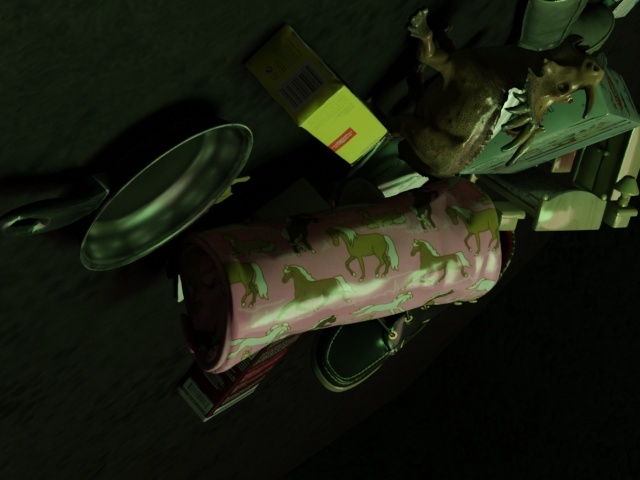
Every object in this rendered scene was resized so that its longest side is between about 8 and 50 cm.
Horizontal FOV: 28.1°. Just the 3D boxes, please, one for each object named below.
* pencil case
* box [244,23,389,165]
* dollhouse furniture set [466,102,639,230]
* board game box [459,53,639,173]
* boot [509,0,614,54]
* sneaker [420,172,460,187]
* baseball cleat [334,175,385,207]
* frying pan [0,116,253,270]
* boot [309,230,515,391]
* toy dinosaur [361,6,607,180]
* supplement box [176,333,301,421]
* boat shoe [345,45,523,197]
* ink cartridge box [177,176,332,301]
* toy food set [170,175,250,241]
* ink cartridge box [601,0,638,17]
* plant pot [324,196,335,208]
[{"bbox_3d":[0.025,0.032,1.453,0.386,0.167,0.160,-14,113,-27],"label":"pencil case"},{"bbox_3d":[0.002,-0.136,1.250,0.058,0.087,0.232,-42,168,5],"label":"box"},{"bbox_3d":[0.367,-0.159,2.138,0.355,0.303,0.174,-2,116,-32],"label":"dollhouse furniture set"},{"bbox_3d":[0.326,-0.176,1.862,0.224,0.097,0.303,-22,175,21],"label":"board game box"},{"bbox_3d":[0.331,-0.309,1.674,0.189,0.076,0.208,-32,159,-17],"label":"boot"},{"bbox_3d":[0.181,-0.069,1.958,0.235,0.094,0.153,-10,156,-48],"label":"sneaker"},{"bbox_3d":[0.053,-0.020,1.626,0.072,0.109,0.206,-34,133,-6],"label":"baseball cleat"},{"bbox_3d":[-0.189,-0.026,1.137,0.326,0.053,0.197,-26,160,-43],"label":"frying pan"},{"bbox_3d":[0.164,0.102,2.241,0.377,0.138,0.284,-38,-178,-31],"label":"boot"},{"bbox_3d":[0.164,-0.139,1.449,0.127,0.200,0.296,-29,162,-44],"label":"toy dinosaur"},{"bbox_3d":[-0.106,0.163,1.936,0.130,0.073,0.239,-26,161,-51],"label":"supplement box"},{"bbox_3d":[0.143,-0.138,1.617,0.277,0.098,0.096,-43,166,19],"label":"boat shoe"},{"bbox_3d":[-0.080,0.022,1.564,0.198,0.067,0.115,-37,166,-18],"label":"ink cartridge box"},{"bbox_3d":[-0.133,-0.036,1.337,0.122,0.019,0.078,-37,172,24],"label":"toy food set"},{"bbox_3d":[0.452,-0.362,1.932,0.048,0.028,0.083,-50,165,32],"label":"ink cartridge box"},{"bbox_3d":[0.000,0.000,1.712,0.083,0.081,0.081,-26,169,9],"label":"plant pot"}]
